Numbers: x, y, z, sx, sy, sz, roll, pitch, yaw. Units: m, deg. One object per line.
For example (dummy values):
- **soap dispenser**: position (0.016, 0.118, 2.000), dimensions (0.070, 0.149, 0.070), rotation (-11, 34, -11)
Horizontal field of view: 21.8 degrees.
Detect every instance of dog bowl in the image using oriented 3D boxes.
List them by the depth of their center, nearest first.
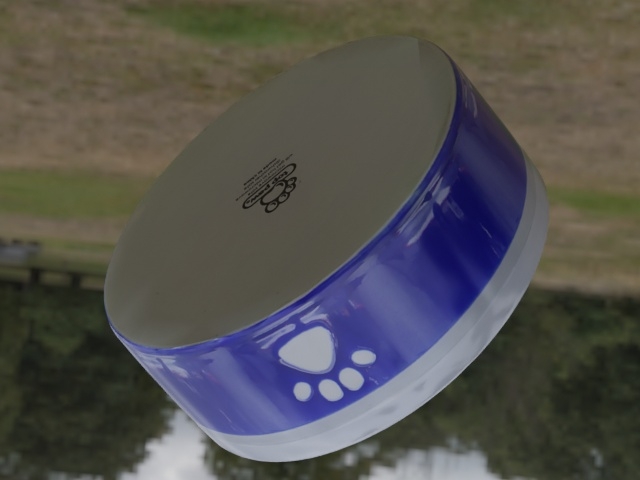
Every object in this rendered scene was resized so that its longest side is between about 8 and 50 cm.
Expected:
- **dog bowl**: position (0.000, 0.000, 1.013), dimensions (0.265, 0.265, 0.104), rotation (3, 140, 51)
